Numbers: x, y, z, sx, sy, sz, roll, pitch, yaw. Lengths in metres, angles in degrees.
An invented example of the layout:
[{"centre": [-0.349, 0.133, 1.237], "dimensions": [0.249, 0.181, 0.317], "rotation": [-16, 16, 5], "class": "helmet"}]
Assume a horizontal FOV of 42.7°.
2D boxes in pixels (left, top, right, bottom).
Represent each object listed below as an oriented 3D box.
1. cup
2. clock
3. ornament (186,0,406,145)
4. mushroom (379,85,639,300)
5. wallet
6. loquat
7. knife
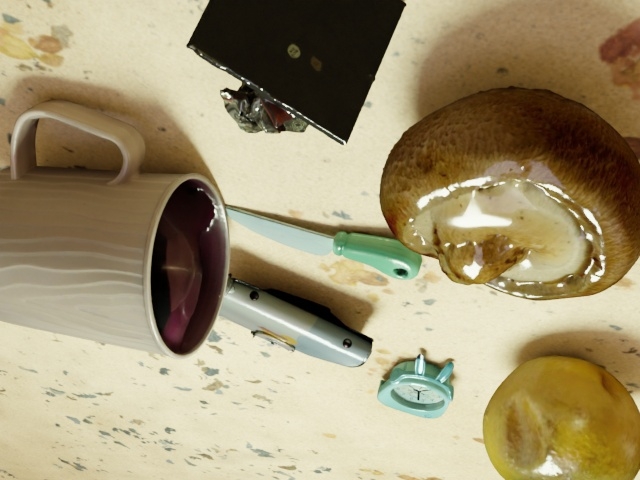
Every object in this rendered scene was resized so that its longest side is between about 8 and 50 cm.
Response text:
[{"centre": [-0.271, -0.001, 0.976], "dimensions": [0.273, 0.208, 0.288], "rotation": [7, 145, 18], "class": "cup"}, {"centre": [0.155, 0.223, 1.262], "dimensions": [0.108, 0.045, 0.147], "rotation": [18, 145, -4], "class": "clock"}, {"centre": [-0.055, -0.156, 0.751], "dimensions": [0.153, 0.166, 0.196], "rotation": [30, 158, -17], "class": "ornament"}, {"centre": [0.183, -0.041, 0.782], "dimensions": [0.253, 0.153, 0.253], "rotation": [12, 148, 8], "class": "mushroom"}, {"centre": [-0.045, 0.116, 1.174], "dimensions": [0.231, 0.069, 0.170], "rotation": [26, 162, -8], "class": "wallet"}, {"centre": [0.321, 0.256, 1.103], "dimensions": [0.213, 0.213, 0.213], "rotation": [11, 145, 8], "class": "loquat"}, {"centre": [0.001, 0.001, 1.033], "dimensions": [0.260, 0.034, 0.063], "rotation": [15, 153, 13], "class": "knife"}]
